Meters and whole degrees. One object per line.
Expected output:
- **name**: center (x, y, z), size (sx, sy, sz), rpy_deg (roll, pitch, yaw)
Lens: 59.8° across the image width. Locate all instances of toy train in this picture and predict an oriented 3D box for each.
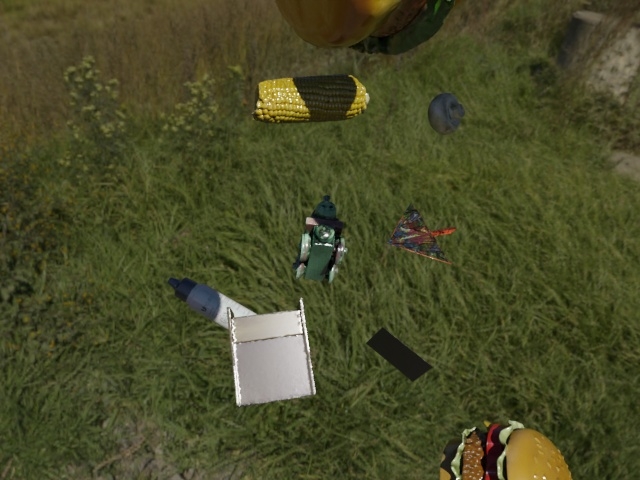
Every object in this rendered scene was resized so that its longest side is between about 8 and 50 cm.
- **toy train**: center (0.000, 0.000, 1.745), size (0.150, 0.304, 0.221), rpy_deg (8, 61, -5)

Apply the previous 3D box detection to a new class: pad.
- **pad**: center (0.237, 0.348, 1.692), size (0.190, 0.127, 0.004), rpy_deg (39, 51, 5)

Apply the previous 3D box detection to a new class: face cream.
- **face cream**: center (-0.343, 0.201, 1.754), size (0.311, 0.092, 0.092), rpy_deg (31, 33, 0)

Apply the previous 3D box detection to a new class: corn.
- **corn**: center (-0.028, -0.416, 1.633), size (0.387, 0.143, 0.144), rpy_deg (-8, 37, -31)

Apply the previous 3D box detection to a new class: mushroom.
- **mushroom**: center (0.256, -0.257, 1.128), size (0.067, 0.083, 0.084), rpy_deg (-7, 13, 45)

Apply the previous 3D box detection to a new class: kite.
- **kite**: center (0.260, -0.008, 1.428), size (0.189, 0.232, 0.009), rpy_deg (-14, 40, 30)

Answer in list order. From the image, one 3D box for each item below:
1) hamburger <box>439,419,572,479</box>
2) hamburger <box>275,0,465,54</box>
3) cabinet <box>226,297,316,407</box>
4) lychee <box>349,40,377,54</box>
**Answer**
- **hamburger**: center (0.386, 0.495, 1.104), size (0.274, 0.212, 0.274), rpy_deg (33, 45, -40)
- **hamburger**: center (0.043, -0.263, 0.392), size (0.170, 0.246, 0.246), rpy_deg (-22, 41, -12)
- **cabinet**: center (-0.113, 0.255, 1.277), size (0.175, 0.148, 0.215), rpy_deg (-7, 78, -6)
- **lychee**: center (0.148, -0.668, 1.588), size (0.320, 0.270, 0.270), rpy_deg (25, 18, -40)
